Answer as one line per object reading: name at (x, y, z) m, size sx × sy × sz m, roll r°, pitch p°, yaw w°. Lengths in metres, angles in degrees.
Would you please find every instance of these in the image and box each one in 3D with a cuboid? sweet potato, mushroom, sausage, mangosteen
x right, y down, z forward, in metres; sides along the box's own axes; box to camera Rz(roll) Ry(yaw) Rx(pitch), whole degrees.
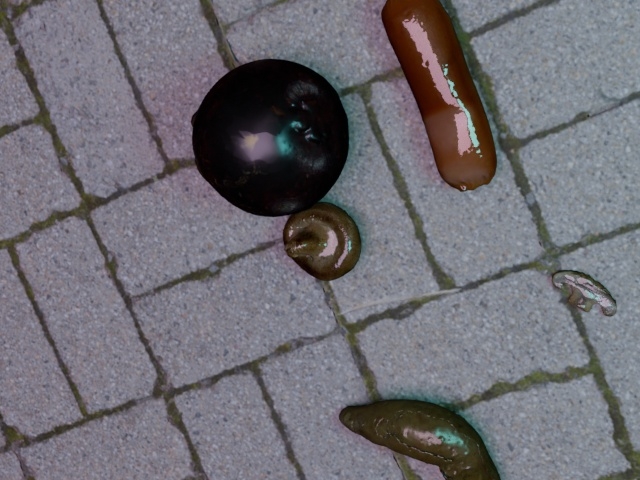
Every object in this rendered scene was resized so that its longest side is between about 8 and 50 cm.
sweet potato at (0.171, 0.306, 1.547) m, size 0.310 × 0.098 × 0.124 m, roll 30°, pitch 116°, yaw 14°
mushroom at (0.374, 0.074, 1.471) m, size 0.101 × 0.019 × 0.049 m, roll 29°, pitch 109°, yaw 11°
sausage at (0.169, -0.214, 1.447) m, size 0.089 × 0.083 × 0.300 m, roll -20°, pitch 97°, yaw 14°
mangosteen at (-0.083, -0.140, 1.487) m, size 0.265 × 0.228 × 0.228 m, roll -15°, pitch 97°, yaw 53°
mushroom at (0.002, 0.002, 1.544) m, size 0.109 × 0.085 × 0.126 m, roll -38°, pitch 71°, yaw -8°
